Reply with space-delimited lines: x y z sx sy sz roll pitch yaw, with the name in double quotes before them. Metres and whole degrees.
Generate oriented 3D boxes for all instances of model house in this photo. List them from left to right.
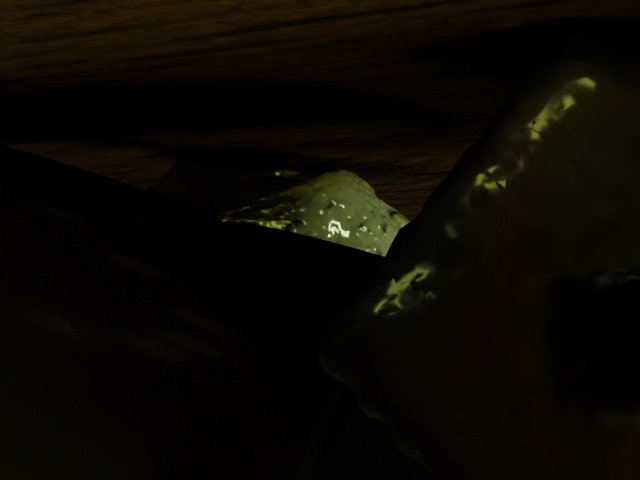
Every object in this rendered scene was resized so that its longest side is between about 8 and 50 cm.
"model house" 0.151 0.101 0.454 0.280 0.312 0.245 -5 175 42

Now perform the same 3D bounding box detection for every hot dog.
"hot dog" 0.001 -0.001 0.743 0.169 0.061 0.078 32 154 -23

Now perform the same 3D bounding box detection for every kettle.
"kettle" -0.058 0.048 0.605 0.232 0.144 0.202 17 -157 25
